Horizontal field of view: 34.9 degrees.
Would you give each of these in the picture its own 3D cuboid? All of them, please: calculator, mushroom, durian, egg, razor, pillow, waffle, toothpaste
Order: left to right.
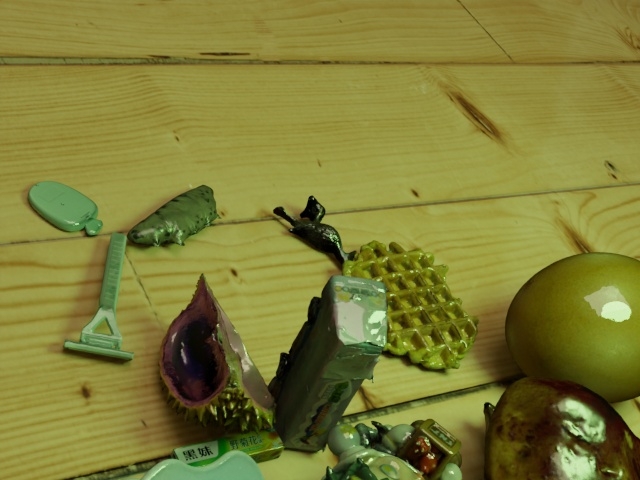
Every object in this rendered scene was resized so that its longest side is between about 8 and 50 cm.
[{"bbox_3d":[-0.459,-0.059,1.841,0.153,0.021,0.095,31,40,12],"label":"calculator"},{"bbox_3d":[-0.354,0.082,1.710,0.111,0.056,0.278,12,41,-13],"label":"razor"},{"bbox_3d":[-0.257,-0.038,1.900,0.093,0.051,0.241,35,38,12],"label":"pillow"},{"bbox_3d":[-0.152,0.215,1.605,0.186,0.154,0.260,31,22,-21],"label":"durian"},{"bbox_3d":[-0.142,0.328,1.562,0.178,0.037,0.043,-6,50,-33],"label":"toothpaste"},{"bbox_3d":[0.175,0.119,1.939,0.282,0.058,0.300,12,43,-19],"label":"waffle"},{"bbox_3d":[0.393,0.394,1.667,0.345,0.259,0.345,12,66,-29],"label":"mushroom"},{"bbox_3d":[0.512,0.162,1.895,0.351,0.282,0.282,0,45,-18],"label":"egg"}]

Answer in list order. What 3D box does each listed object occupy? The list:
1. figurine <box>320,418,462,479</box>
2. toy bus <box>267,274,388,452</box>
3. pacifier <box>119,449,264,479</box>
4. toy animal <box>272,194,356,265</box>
[{"bbox_3d":[0.114,0.375,1.492,0.261,0.186,0.382,32,23,15],"label":"figurine"},{"bbox_3d":[0.009,0.196,1.567,0.112,0.317,0.138,9,46,-16],"label":"toy bus"},{"bbox_3d":[-0.206,0.394,1.366,0.233,0.244,0.299,13,2,37],"label":"pacifier"},{"bbox_3d":[0.003,-0.008,2.008,0.105,0.070,0.202,-29,69,-35],"label":"toy animal"}]
